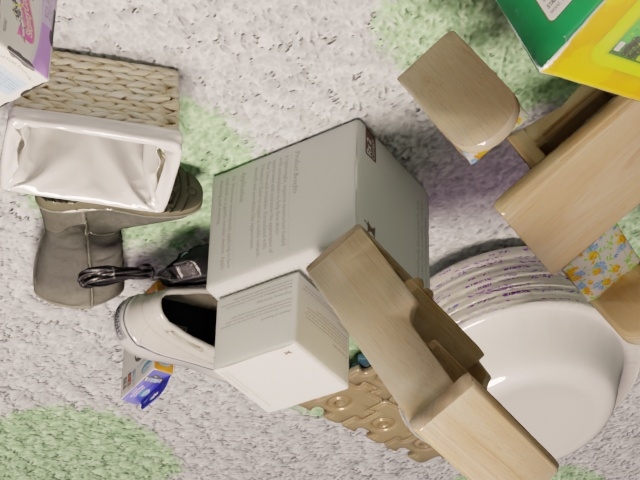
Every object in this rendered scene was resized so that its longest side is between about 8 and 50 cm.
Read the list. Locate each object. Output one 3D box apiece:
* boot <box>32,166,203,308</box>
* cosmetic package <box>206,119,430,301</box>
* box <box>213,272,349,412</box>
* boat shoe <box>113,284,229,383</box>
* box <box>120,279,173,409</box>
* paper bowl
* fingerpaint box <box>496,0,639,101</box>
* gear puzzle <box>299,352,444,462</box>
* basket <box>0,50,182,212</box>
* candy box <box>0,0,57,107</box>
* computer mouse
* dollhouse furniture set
[{"bbox_3d":[-0.220,0.002,1.839,0.189,0.076,0.208,4,141,-1],"label":"boot"},{"bbox_3d":[0.000,0.000,1.769,0.183,0.151,0.151,-19,139,26],"label":"cosmetic package"},{"bbox_3d":[-0.037,0.103,1.707,0.102,0.087,0.101,-20,139,26],"label":"box"},{"bbox_3d":[-0.101,0.098,1.916,0.267,0.096,0.088,18,151,-39],"label":"boat shoe"},{"bbox_3d":[-0.196,0.122,1.947,0.028,0.136,0.081,21,138,-26],"label":"box"},{"bbox_3d":[0.222,0.150,1.940,0.284,0.148,0.284,-6,139,-5],"label":"paper bowl"},{"bbox_3d":[0.380,-0.291,1.222,0.371,0.163,0.445,9,133,-41],"label":"fingerpaint box"},{"bbox_3d":[0.142,0.211,2.152,0.175,0.044,0.339,-31,136,32],"label":"gear puzzle"},{"bbox_3d":[-0.220,-0.108,1.664,0.167,0.103,0.113,9,143,-10],"label":"basket"},{"bbox_3d":[-0.325,-0.180,1.516,0.196,0.165,0.070,-24,137,30],"label":"candy box"},{"bbox_3d":[-0.168,0.026,1.825,0.071,0.041,0.242,-13,173,34],"label":"computer mouse"},{"bbox_3d":[0.221,0.007,1.572,0.394,0.256,0.362,-41,133,5],"label":"dollhouse furniture set"}]
